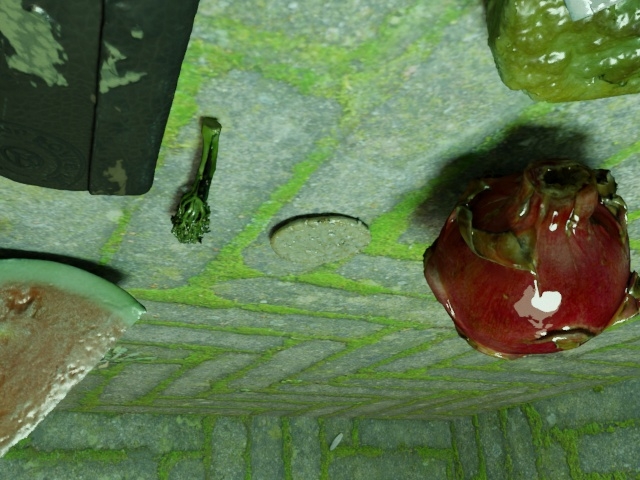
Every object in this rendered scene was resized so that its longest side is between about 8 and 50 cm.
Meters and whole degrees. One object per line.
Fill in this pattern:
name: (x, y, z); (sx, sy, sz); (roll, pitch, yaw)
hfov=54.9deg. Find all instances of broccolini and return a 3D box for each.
broccolini: (-0.143, -0.061, 0.711); (0.054, 0.051, 0.239); (43, 151, 6)

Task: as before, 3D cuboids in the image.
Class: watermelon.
watermelon: (-0.430, 0.140, 0.905); (0.283, 0.292, 0.250); (24, 115, -45)

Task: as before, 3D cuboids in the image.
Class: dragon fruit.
dragon fruit: (0.253, 0.030, 0.743); (0.250, 0.250, 0.315); (6, 147, -20)

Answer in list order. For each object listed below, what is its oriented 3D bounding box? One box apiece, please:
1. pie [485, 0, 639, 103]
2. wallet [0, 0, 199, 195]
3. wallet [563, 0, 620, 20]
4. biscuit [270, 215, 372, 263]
pie: (0.252, -0.177, 0.447); (0.277, 0.078, 0.277); (-1, 156, 0)
wallet: (-0.216, -0.130, 0.539); (0.171, 0.044, 0.321); (8, 154, -19)
wallet: (0.137, -0.226, 0.290); (0.119, 0.025, 0.232); (-19, 131, 33)
biscuit: (0.000, 0.000, 0.888); (0.152, 0.020, 0.152); (-3, 155, -1)
